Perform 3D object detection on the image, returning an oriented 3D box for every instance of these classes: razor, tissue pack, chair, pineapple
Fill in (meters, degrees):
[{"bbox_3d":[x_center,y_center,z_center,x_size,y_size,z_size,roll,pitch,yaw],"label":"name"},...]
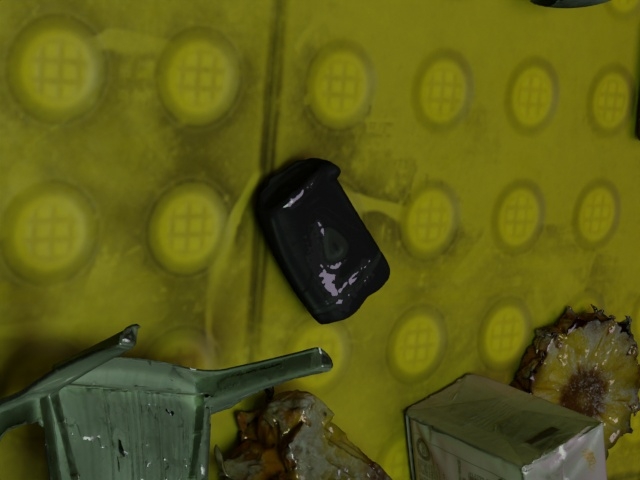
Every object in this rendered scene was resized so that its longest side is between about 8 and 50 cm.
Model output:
[{"bbox_3d":[0.000,0.000,1.083,0.090,0.054,0.148,-43,123,-23],"label":"razor"},{"bbox_3d":[0.191,0.274,1.216,0.124,0.185,0.225,-21,112,-30],"label":"tissue pack"},{"bbox_3d":[-0.147,0.187,0.931,0.203,0.274,0.190,10,70,-38],"label":"chair"},{"bbox_3d":[0.287,0.179,1.364,0.221,0.047,0.221,-8,105,-33],"label":"pineapple"},{"bbox_3d":[-0.008,0.249,1.085,0.186,0.114,0.236,14,76,-44],"label":"pineapple"}]

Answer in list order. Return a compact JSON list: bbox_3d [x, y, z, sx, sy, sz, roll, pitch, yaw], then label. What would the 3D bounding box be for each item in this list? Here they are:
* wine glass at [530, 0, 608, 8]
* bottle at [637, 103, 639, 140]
[{"bbox_3d":[0.382,-0.322,1.186,0.309,0.264,0.096,-12,80,-35],"label":"wine glass"},{"bbox_3d":[0.388,-0.178,1.348,0.053,0.053,0.140,-4,102,-38],"label":"bottle"}]
